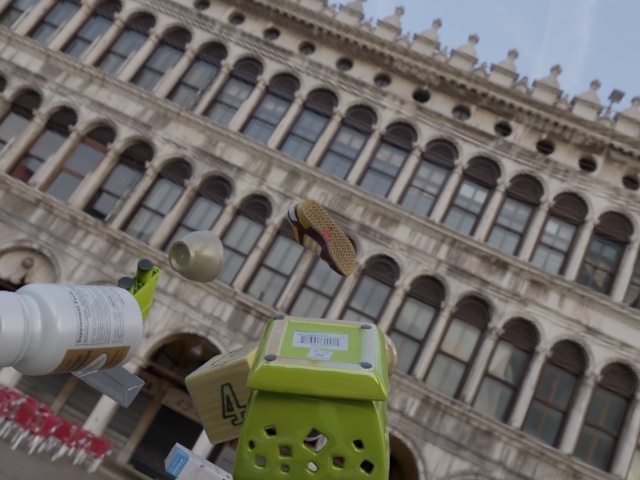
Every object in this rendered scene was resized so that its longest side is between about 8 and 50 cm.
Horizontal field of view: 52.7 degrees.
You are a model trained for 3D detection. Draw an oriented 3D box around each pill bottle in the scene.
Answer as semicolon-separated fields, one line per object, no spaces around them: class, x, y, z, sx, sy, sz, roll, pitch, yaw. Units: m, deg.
pill bottle;-0.385;0.128;0.937;0.131;0.131;0.229;15;2;32

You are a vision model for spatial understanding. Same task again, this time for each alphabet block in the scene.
alphabet block;-0.202;0.390;1.691;0.197;0.192;0.193;-22;-87;19

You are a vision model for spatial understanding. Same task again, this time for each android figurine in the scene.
android figurine;-0.513;0.176;1.732;0.056;0.248;0.272;30;-48;5

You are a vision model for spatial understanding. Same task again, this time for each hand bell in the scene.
hand bell;0.054;0.272;1.442;0.126;0.126;0.242;11;6;39

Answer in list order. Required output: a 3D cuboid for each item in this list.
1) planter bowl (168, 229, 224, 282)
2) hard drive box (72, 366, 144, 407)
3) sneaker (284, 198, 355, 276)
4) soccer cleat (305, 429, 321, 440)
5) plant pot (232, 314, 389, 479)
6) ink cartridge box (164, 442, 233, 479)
planter bowl;-0.386;0.048;1.940;0.162;0.161;0.109;13;7;36
hard drive box;-0.640;0.372;1.848;0.232;0.089;0.181;6;-34;49
sneaker;0.000;0.000;1.357;0.084;0.069;0.185;-23;-76;49
soccer cleat;-0.006;0.415;1.879;0.116;0.331;0.143;18;-22;0
plant pot;-0.003;0.241;0.983;0.229;0.207;0.227;4;19;3
ink cartridge box;-0.326;0.626;1.740;0.181;0.061;0.104;34;-11;-10
